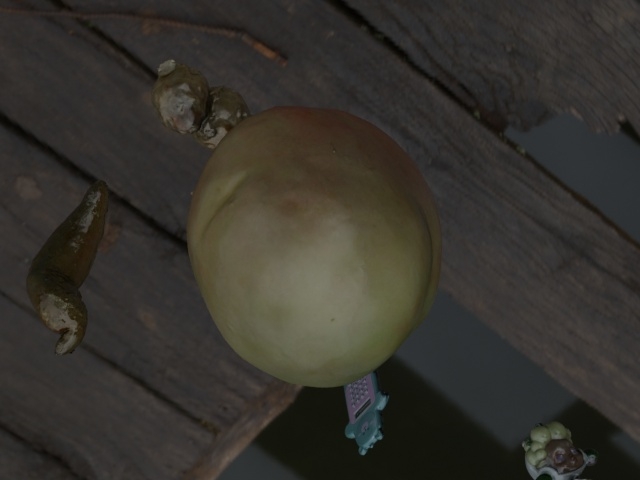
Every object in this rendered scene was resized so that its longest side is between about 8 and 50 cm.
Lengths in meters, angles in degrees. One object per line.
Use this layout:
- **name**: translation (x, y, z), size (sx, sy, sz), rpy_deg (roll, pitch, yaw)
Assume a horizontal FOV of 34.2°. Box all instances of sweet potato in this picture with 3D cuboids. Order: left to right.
- **sweet potato**: translation (-0.406, 0.047, 1.653), size (0.124, 0.310, 0.098), rpy_deg (-17, 136, 26)

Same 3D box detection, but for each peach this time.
- **peach**: translation (0.000, 0.000, 1.082), size (0.247, 0.292, 0.292), rpy_deg (-3, 119, 40)

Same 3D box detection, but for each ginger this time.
- **ginger**: translation (-0.131, -0.152, 1.339), size (0.080, 0.104, 0.204), rpy_deg (-34, 143, 26)

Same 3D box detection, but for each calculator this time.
- **calculator**: translation (0.059, 0.220, 1.391), size (0.019, 0.141, 0.094), rpy_deg (22, 124, -25)

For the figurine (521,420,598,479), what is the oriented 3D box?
- **figurine**: translation (0.404, 0.382, 1.688), size (0.197, 0.147, 0.093), rpy_deg (48, 137, 31)
